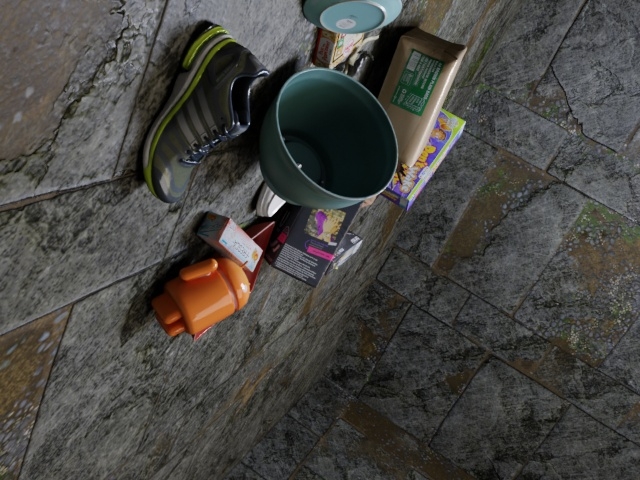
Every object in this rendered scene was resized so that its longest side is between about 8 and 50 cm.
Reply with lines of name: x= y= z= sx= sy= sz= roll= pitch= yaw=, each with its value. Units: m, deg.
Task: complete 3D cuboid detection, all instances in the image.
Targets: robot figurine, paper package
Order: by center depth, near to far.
robot figurine: x=-0.245 y=0.116 z=1.486 sx=0.220 sy=0.158 sz=0.128 roll=-28 pitch=-167 yaw=-23
paper package: x=0.265 y=-0.407 z=1.960 sx=0.309 sy=0.168 sz=0.324 roll=-55 pitch=168 yaw=-64

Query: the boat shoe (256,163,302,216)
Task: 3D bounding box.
boat shoe: x=-0.050 y=-0.161 z=1.693 sx=0.277 sy=0.096 sz=0.098 roll=-55 pitch=166 yaw=-12

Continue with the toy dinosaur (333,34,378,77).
toy dinosaur: x=0.061 y=-0.396 z=1.612 sx=0.268 sy=0.064 sz=0.118 roll=-52 pitch=-171 yaw=-7

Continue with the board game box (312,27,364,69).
board game box: x=0.055 y=-0.473 z=1.480 sx=0.147 sy=0.045 sz=0.193 roll=-48 pitch=163 yaw=-37

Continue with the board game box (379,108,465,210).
board game box: x=0.275 y=-0.297 z=2.246 sx=0.347 sy=0.233 sz=0.078 roll=-54 pitch=166 yaw=-19

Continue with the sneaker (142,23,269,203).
sneaker: x=-0.186 y=-0.183 z=1.113 sx=0.299 sy=0.121 sz=0.111 roll=-63 pitch=165 yaw=21

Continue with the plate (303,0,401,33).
plate: x=0.061 y=-0.433 z=1.332 sx=0.188 sy=0.188 sz=0.024 roll=48 pitch=40 yaw=-76

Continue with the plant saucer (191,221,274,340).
plant saucer: x=-0.229 y=0.089 z=1.727 sx=0.258 sy=0.048 sz=0.259 roll=-42 pitch=160 yaw=-49

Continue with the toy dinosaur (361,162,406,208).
toy dinosaur: x=0.148 y=-0.178 z=2.096 sx=0.200 sy=0.127 sz=0.295 roll=29 pitch=96 yaw=-45

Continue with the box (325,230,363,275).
box: x=0.000 y=0.000 z=2.045 sx=0.231 sy=0.183 sz=0.056 roll=-32 pitch=152 yaw=-60

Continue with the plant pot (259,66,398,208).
plant pot: x=-0.011 y=-0.186 z=1.475 sx=0.293 sy=0.293 sz=0.196 roll=-47 pitch=-171 yaw=-37

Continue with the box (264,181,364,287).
box: x=-0.024 y=-0.036 z=1.828 sx=0.270 sy=0.143 sz=0.165 roll=-61 pitch=-162 yaw=2

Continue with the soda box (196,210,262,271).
soda box: x=-0.195 y=0.005 z=1.522 sx=0.058 sy=0.063 sz=0.183 roll=-65 pitch=153 yaw=-15
